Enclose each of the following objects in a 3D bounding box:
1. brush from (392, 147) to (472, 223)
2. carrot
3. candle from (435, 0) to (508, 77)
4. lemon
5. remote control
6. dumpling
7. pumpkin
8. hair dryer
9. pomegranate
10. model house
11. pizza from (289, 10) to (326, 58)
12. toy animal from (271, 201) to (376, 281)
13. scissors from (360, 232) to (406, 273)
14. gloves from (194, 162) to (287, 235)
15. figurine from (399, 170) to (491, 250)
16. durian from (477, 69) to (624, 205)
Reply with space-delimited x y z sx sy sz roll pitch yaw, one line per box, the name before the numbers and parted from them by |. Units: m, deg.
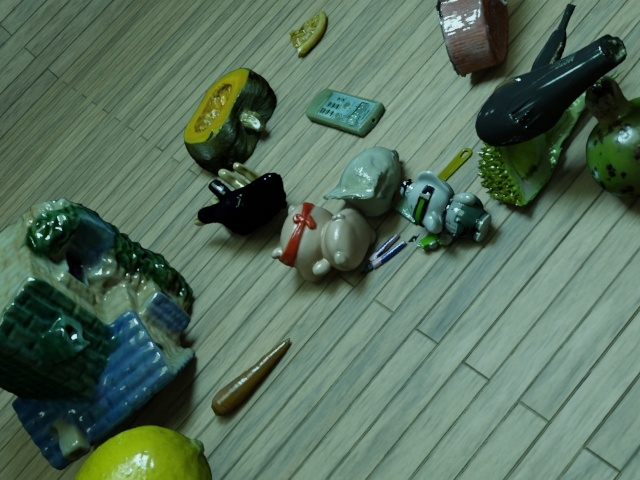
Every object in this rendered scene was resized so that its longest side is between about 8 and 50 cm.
brush | 0.247 -0.123 1.488 0.205 0.011 0.083 -45 41 -4
carrot | -0.139 0.276 1.434 0.216 0.048 0.048 -43 41 -6
candle | 0.359 -0.538 1.589 0.132 0.287 0.316 -9 94 29
lemon | -0.332 0.476 1.264 0.320 0.245 0.245 -44 42 -1
remote control | 0.057 -0.328 1.781 0.233 0.038 0.098 28 77 46
dumpling | 0.090 -0.122 1.518 0.173 0.142 0.247 -12 16 27
pumpkin | -0.237 -0.338 1.946 0.222 0.139 0.317 4 56 43
hair dryer | 0.421 -0.335 1.231 0.359 0.120 0.304 -61 11 -31
pomegranate | 0.530 -0.180 1.178 0.179 0.179 0.210 -13 93 30
model house | -0.497 0.209 1.464 0.395 0.445 0.400 -35 40 6
pizza | -0.045 -0.617 2.094 0.131 0.041 0.178 22 72 47
toy animal | 0.000 0.000 1.475 0.198 0.171 0.171 4 59 31
scissors | 0.126 0.030 1.451 0.113 0.012 0.039 -40 42 3
gloves | -0.203 -0.090 1.702 0.197 0.152 0.301 -34 31 -22
figurine | 0.235 -0.062 1.365 0.192 0.147 0.126 33 60 29
durian | 0.421 -0.220 1.387 0.169 0.158 0.351 33 78 12
